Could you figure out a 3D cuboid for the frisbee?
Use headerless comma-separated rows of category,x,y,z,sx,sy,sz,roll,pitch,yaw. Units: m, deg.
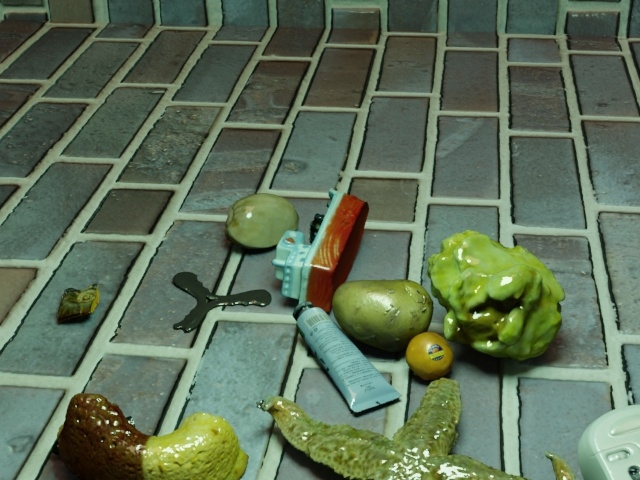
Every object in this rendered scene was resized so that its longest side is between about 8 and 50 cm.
frisbee,-0.210,0.120,2.060,0.211,0.012,0.187,11,32,18

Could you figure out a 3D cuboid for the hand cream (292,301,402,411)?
hand cream,0.030,0.197,1.875,0.091,0.058,0.271,-13,38,-26

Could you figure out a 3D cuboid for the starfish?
starfish,0.151,0.304,1.644,0.324,0.082,0.432,-22,37,-30

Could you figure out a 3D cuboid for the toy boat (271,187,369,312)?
toy boat,0.000,0.000,2.127,0.133,0.145,0.332,13,35,11

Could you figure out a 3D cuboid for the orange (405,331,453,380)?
orange,0.183,0.195,1.846,0.084,0.083,0.083,-1,29,1

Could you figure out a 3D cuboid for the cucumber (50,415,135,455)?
cucumber,-0.355,0.307,1.713,0.133,0.032,0.032,-16,33,-23

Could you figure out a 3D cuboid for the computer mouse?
computer mouse,0.464,0.361,1.503,0.184,0.121,0.297,-15,45,-11

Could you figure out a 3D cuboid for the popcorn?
popcorn,0.296,0.094,1.876,0.256,0.195,0.255,47,16,4

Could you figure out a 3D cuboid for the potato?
potato,0.108,0.128,1.906,0.176,0.137,0.137,-3,29,5

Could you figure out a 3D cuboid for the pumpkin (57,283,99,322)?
pumpkin,-0.450,0.122,2.049,0.073,0.035,0.101,-10,32,8

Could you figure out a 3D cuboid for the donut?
donut,-0.262,0.311,1.602,0.295,0.112,0.151,8,35,5

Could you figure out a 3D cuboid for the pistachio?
pistachio,-0.119,-0.041,2.255,0.185,0.108,0.126,-22,62,-45
